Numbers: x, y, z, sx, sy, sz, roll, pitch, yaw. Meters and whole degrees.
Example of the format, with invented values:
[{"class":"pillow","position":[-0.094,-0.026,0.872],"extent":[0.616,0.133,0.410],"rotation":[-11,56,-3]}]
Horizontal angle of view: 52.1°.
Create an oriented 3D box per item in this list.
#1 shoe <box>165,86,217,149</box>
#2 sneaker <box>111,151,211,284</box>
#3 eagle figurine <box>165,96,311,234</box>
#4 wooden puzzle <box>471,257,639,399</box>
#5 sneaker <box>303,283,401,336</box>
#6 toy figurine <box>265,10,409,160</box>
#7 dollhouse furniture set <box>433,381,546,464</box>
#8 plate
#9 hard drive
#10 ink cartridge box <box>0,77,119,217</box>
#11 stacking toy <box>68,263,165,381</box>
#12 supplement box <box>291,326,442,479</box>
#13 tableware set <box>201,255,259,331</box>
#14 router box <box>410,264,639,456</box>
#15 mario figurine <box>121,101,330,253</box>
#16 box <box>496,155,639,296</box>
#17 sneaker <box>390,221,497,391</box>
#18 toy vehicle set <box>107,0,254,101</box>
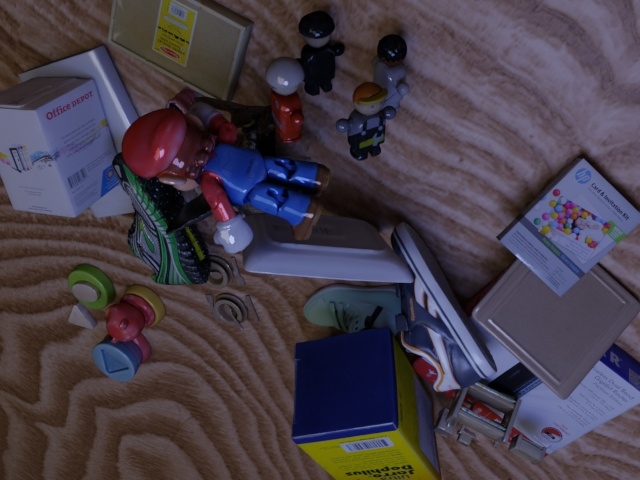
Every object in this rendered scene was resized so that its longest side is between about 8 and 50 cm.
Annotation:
[{"class":"shoe","position":[-0.248,-0.209,1.294],"extent":[0.063,0.081,0.178],"rotation":[-3,120,27]},{"class":"sneaker","position":[-0.356,-0.030,1.375],"extent":[0.146,0.134,0.344],"rotation":[-12,124,9]},{"class":"eagle figurine","position":[-0.149,-0.122,1.244],"extent":[0.226,0.225,0.298],"rotation":[18,118,-4]},{"class":"wooden puzzle","position":[0.412,0.123,1.150],"extent":[0.238,0.044,0.221],"rotation":[43,85,-5]},{"class":"sneaker","position":[0.052,0.166,1.359],"extent":[0.255,0.151,0.094],"rotation":[-10,118,32]},{"class":"toy figurine","position":[0.032,-0.252,1.046],"extent":[0.209,0.213,0.148],"rotation":[17,141,15]},{"class":"dollhouse furniture set","position":[0.342,0.362,1.305],"extent":[0.182,0.101,0.161],"rotation":[27,154,7]},{"class":"plate","position":[0.000,0.000,1.151],"extent":[0.278,0.277,0.045],"rotation":[4,107,-10]},{"class":"hard drive","position":[-0.480,-0.222,1.420],"extent":[0.233,0.047,0.353],"rotation":[-6,119,29]},{"class":"ink cartridge box","position":[-0.542,-0.194,1.327],"extent":[0.168,0.171,0.233],"rotation":[7,124,22]},{"class":"stacking toy","position":[-0.574,0.226,1.714],"extent":[0.279,0.130,0.309],"rotation":[28,129,6]},{"class":"supplement box","position":[0.099,0.353,1.298],"extent":[0.195,0.194,0.356],"rotation":[-13,139,17]},{"class":"tableware set","position":[-0.234,0.126,1.540],"extent":[0.128,0.039,0.194],"rotation":[-2,121,27]},{"class":"router box","position":[0.399,0.252,1.293],"extent":[0.335,0.082,0.301],"rotation":[37,130,-1]},{"class":"mario figurine","position":[-0.157,-0.103,1.043],"extent":[0.320,0.198,0.170],"rotation":[20,115,-9]},{"class":"box","position":[0.410,-0.021,1.083],"extent":[0.145,0.038,0.186],"rotation":[43,101,-5]},{"class":"sneaker","position":[0.188,0.126,1.207],"extent":[0.127,0.126,0.321],"rotation":[-33,72,18]},{"class":"toy vehicle set","position":[-0.264,-0.385,1.212],"extent":[0.266,0.035,0.166],"rotation":[30,130,5]}]
